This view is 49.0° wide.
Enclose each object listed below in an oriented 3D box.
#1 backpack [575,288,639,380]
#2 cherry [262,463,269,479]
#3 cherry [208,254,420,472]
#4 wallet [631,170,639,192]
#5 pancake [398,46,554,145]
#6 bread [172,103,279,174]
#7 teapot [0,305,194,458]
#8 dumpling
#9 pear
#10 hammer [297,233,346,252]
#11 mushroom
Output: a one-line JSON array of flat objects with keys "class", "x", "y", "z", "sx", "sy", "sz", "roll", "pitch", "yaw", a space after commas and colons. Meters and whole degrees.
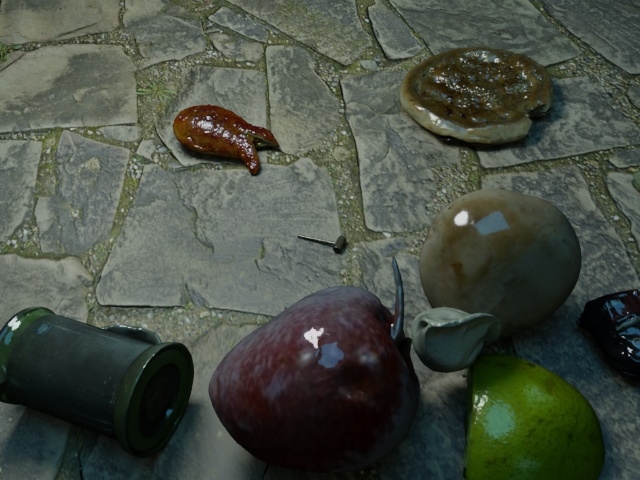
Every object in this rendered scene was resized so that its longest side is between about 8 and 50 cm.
[{"class": "backpack", "x": 0.553, "y": 0.164, "z": 1.250, "sx": 0.119, "sy": 0.106, "sz": 0.165, "roll": -17, "pitch": 46, "yaw": -14}, {"class": "cherry", "x": -0.093, "y": 0.428, "z": 1.121, "sx": 0.107, "sy": 0.090, "sz": 0.225, "roll": 13, "pitch": 42, "yaw": 37}, {"class": "cherry", "x": 0.008, "y": 0.228, "z": 1.145, "sx": 0.326, "sy": 0.334, "sz": 0.292, "roll": -16, "pitch": 82, "yaw": -53}, {"class": "wallet", "x": 0.750, "y": -0.100, "z": 1.496, "sx": 0.110, "sy": 0.039, "sz": 0.155, "roll": -15, "pitch": 48, "yaw": -8}, {"class": "pancake", "x": 0.398, "y": -0.371, "z": 1.753, "sx": 0.381, "sy": 0.071, "sz": 0.383, "roll": -4, "pitch": 49, "yaw": 4}, {"class": "bread", "x": -0.238, "y": -0.263, "z": 1.725, "sx": 0.268, "sy": 0.095, "sz": 0.139, "roll": 20, "pitch": 62, "yaw": 18}, {"class": "teapot", "x": -0.409, "y": 0.227, "z": 1.276, "sx": 0.336, "sy": 0.201, "sz": 0.270, "roll": 13, "pitch": 26, "yaw": 19}, {"class": "dumpling", "x": 0.230, "y": 0.161, "z": 1.175, "sx": 0.154, "sy": 0.181, "sz": 0.111, "roll": -15, "pitch": 89, "yaw": -5}, {"class": "pear", "x": 0.353, "y": 0.308, "z": 1.144, "sx": 0.239, "sy": 0.139, "sz": 0.288, "roll": 10, "pitch": 52, "yaw": 4}, {"class": "hammer", "x": 0.000, "y": 0.000, "z": 1.522, "sx": 0.110, "sy": 0.019, "sz": 0.036, "roll": 12, "pitch": 51, "yaw": 23}, {"class": "mushroom", "x": 0.315, "y": 0.021, "z": 1.313, "sx": 0.292, "sy": 0.293, "sz": 0.290, "roll": -8, "pitch": 25, "yaw": 0}]
